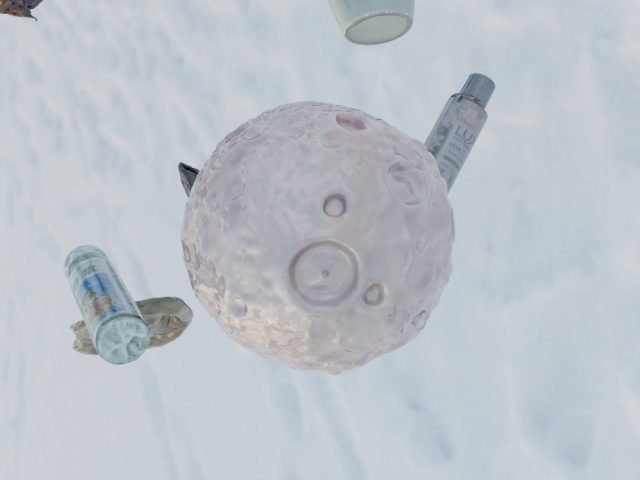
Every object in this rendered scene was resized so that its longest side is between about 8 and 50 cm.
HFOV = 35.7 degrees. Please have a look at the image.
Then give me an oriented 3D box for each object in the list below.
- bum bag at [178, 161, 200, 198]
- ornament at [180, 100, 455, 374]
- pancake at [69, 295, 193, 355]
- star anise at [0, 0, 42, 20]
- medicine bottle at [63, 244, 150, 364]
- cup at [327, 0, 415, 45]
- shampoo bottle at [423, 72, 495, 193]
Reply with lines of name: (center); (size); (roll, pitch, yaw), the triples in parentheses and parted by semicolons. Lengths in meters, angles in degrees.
bum bag: (-0.156, -0.054, 1.324); (0.034, 0.058, 0.124); (-33, 52, 0)
ornament: (0.000, 0.000, 0.927); (0.225, 0.260, 0.259); (-93, 18, -75)
pancake: (-0.316, 0.150, 1.673); (0.236, 0.223, 0.042); (-41, 57, 50)
star anise: (-0.575, -0.443, 1.731); (0.053, 0.212, 0.157); (-45, 69, 39)
medicine bottle: (-0.206, 0.056, 0.942); (0.191, 0.051, 0.051); (40, 118, 61)
cup: (0.110, -0.506, 1.812); (0.258, 0.186, 0.234); (-29, 66, 48)
shampoo bottle: (0.188, -0.144, 1.437); (0.072, 0.072, 0.214); (4, 62, 61)
